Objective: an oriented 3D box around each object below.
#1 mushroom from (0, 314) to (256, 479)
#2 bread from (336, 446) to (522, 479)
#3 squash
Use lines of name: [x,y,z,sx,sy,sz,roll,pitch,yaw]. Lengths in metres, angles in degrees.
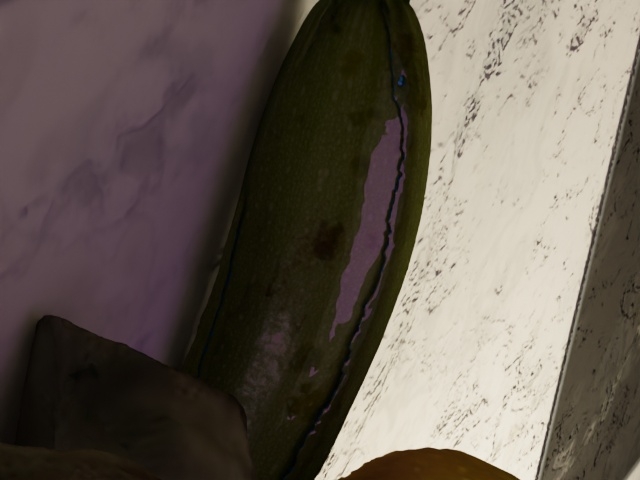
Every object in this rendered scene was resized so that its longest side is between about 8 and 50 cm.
mushroom: [-0.088,0.188,0.704,0.292,0.217,0.212,-61,154,-13]
bread: [0.014,0.299,0.956,0.361,0.250,0.394,-72,-179,-58]
squash: [0.000,0.000,0.897,0.094,0.094,0.341,-5,115,-66]
